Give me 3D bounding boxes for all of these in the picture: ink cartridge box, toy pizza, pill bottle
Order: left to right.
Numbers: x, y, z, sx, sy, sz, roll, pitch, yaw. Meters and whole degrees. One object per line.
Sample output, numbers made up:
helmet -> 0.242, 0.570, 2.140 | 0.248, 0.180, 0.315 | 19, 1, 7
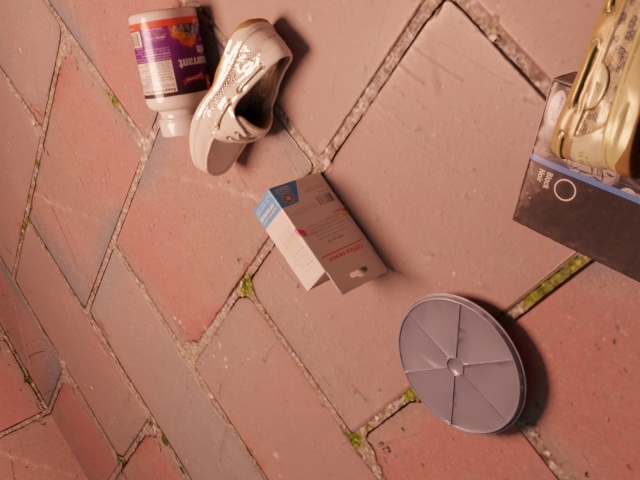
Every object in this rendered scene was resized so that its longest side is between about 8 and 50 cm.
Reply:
pill bottle -> -0.235, -0.269, 1.119 | 0.108, 0.108, 0.193 | 9, 114, 45
ink cartridge box -> 0.000, 0.000, 0.994 | 0.181, 0.104, 0.061 | 55, 138, 13
toy pizza -> 0.187, 0.162, 0.925 | 0.201, 0.032, 0.201 | 22, 122, 40
ink cartridge box -> 0.350, -0.027, 0.641 | 0.333, 0.065, 0.165 | 30, 127, 34

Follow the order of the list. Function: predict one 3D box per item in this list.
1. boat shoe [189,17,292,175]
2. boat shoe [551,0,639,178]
boat shoe -> -0.119, -0.188, 1.039 | 0.096, 0.098, 0.277 | 48, 135, 21
boat shoe -> 0.268, -0.199, 0.580 | 0.089, 0.105, 0.285 | 23, 103, 44
